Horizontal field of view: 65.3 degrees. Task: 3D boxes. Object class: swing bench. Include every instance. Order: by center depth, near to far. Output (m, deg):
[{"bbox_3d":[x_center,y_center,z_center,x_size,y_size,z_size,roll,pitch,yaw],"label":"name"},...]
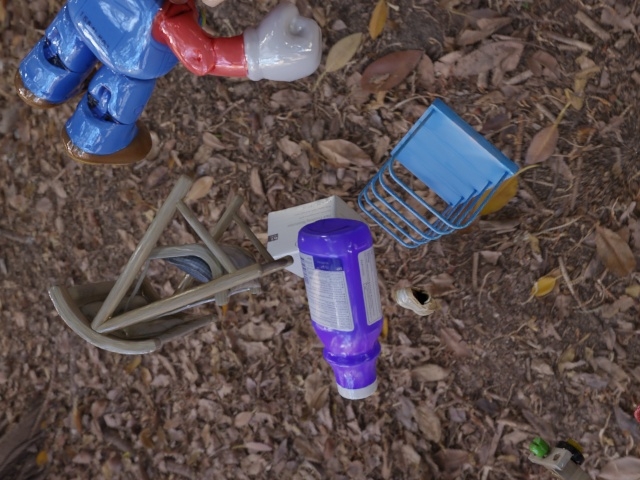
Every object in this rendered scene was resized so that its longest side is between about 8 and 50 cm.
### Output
[{"bbox_3d":[-0.203,0.055,0.758,0.255,0.253,0.165,-39,86,6],"label":"swing bench"}]

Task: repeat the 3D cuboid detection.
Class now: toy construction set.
[{"bbox_3d":[0.482,0.538,0.976,0.257,0.309,0.237,-42,84,13],"label":"toy construction set"}]

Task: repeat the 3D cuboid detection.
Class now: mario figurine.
[{"bbox_3d":[-0.114,-0.195,0.405,0.321,0.198,0.170,-31,44,38],"label":"mario figurine"}]

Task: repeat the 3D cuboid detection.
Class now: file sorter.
[{"bbox_3d":[0.128,-0.067,0.613,0.118,0.170,0.104,41,79,0],"label":"file sorter"}]

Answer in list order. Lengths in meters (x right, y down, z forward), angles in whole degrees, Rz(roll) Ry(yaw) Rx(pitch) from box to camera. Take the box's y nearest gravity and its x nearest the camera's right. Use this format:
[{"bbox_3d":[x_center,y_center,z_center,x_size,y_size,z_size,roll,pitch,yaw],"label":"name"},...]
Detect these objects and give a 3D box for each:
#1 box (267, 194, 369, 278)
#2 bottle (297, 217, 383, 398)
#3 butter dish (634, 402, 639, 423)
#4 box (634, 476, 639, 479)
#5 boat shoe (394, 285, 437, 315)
[{"bbox_3d":[0.000,0.000,1.155,0.181,0.182,0.118,-13,64,26],"label":"box"},{"bbox_3d":[0.039,0.109,0.777,0.118,0.092,0.282,10,115,49],"label":"bottle"},{"bbox_3d":[0.520,0.225,0.656,0.160,0.160,0.118,-45,45,9],"label":"butter dish"},{"bbox_3d":[0.657,0.508,0.878,0.103,0.114,0.203,-26,54,0],"label":"box"},{"bbox_3d":[0.275,0.163,1.364,0.059,0.170,0.062,-31,56,35],"label":"boat shoe"}]
